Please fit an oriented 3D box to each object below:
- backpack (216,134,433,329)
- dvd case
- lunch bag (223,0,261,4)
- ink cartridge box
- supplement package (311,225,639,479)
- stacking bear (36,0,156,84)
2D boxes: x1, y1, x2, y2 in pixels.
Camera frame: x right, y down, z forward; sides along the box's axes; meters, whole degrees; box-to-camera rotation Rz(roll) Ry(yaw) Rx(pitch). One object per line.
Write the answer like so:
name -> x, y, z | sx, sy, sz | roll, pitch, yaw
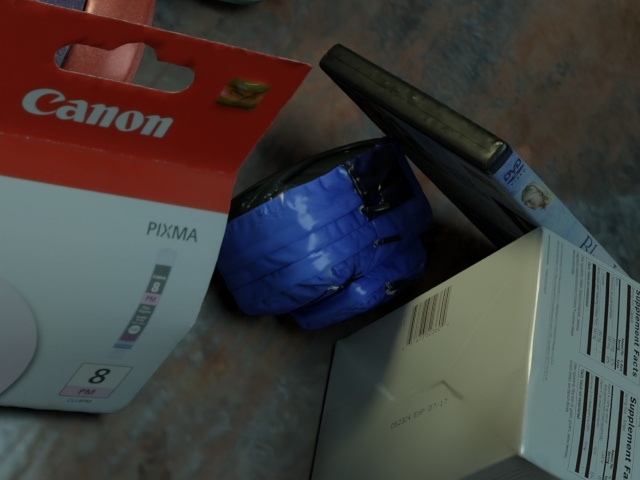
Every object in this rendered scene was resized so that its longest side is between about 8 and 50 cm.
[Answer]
backpack -> 0.000, 0.000, 1.057 | 0.120, 0.098, 0.101 | -23, 84, -45
dvd case -> 0.119, -0.014, 1.082 | 0.022, 0.180, 0.253 | -50, 129, -2
lunch bag -> -0.119, -0.285, 1.100 | 0.279, 0.108, 0.224 | 17, 58, -33
ink cartridge box -> -0.130, -0.005, 0.860 | 0.189, 0.232, 0.066 | 9, 50, -35
supplement package -> 0.133, 0.128, 1.032 | 0.203, 0.194, 0.149 | 30, 52, -25
stacking bear -> -0.244, -0.132, 0.894 | 0.289, 0.164, 0.175 | 26, 54, -22
